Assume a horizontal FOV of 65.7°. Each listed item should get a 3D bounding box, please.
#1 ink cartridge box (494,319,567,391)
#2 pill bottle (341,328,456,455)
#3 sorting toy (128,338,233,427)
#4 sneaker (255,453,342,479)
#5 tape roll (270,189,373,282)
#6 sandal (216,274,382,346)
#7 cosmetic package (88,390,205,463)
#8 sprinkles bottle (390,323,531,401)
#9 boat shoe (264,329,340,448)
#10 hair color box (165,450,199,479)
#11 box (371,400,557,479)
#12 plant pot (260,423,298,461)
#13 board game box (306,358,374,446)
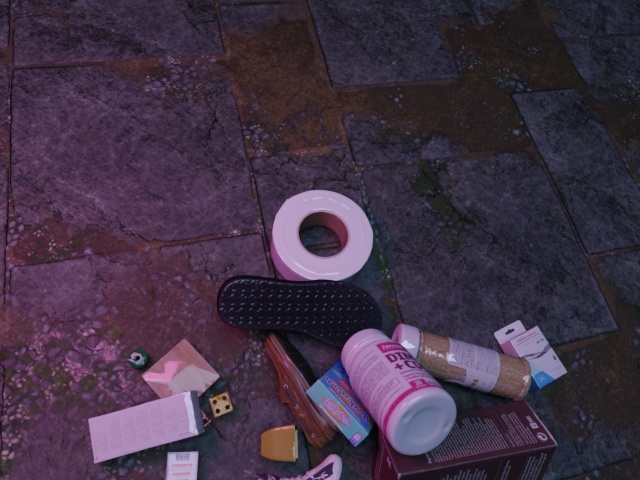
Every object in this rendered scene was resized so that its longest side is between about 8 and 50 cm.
[{"bbox_3d":[0.581,0.312,1.379,0.104,0.060,0.180,-22,71,-18],"label":"ink cartridge box"},{"bbox_3d":[0.162,0.327,1.122,0.160,0.160,0.283,-16,25,-17],"label":"pill bottle"},{"bbox_3d":[-0.333,0.343,1.212,0.274,0.046,0.132,43,65,11],"label":"sorting toy"},{"bbox_3d":[-0.069,0.558,1.132,0.153,0.094,0.235,42,75,1],"label":"sneaker"},{"bbox_3d":[0.000,0.000,1.402,0.286,0.100,0.286,4,65,-8],"label":"tape roll"},{"bbox_3d":[-0.044,0.164,1.282,0.446,0.107,0.167,14,95,-19],"label":"sandal"},{"bbox_3d":[-0.393,0.420,1.124,0.239,0.060,0.098,-15,73,0],"label":"cosmetic package"},{"bbox_3d":[0.362,0.321,1.303,0.356,0.121,0.121,16,64,-2],"label":"sprinkles bottle"},{"bbox_3d":[-0.063,0.360,1.214,0.104,0.111,0.307,-44,60,7],"label":"boat shoe"},{"bbox_3d":[-0.314,0.554,1.119,0.072,0.043,0.141,2,66,-9],"label":"hair color box"},{"bbox_3d":[0.324,0.513,1.153,0.382,0.191,0.143,-5,32,-14],"label":"box"},{"bbox_3d":[-0.098,0.483,1.174,0.083,0.081,0.081,-3,66,2],"label":"plant pot"},{"bbox_3d":[0.065,0.378,1.184,0.160,0.210,0.047,45,102,11],"label":"board game box"}]
